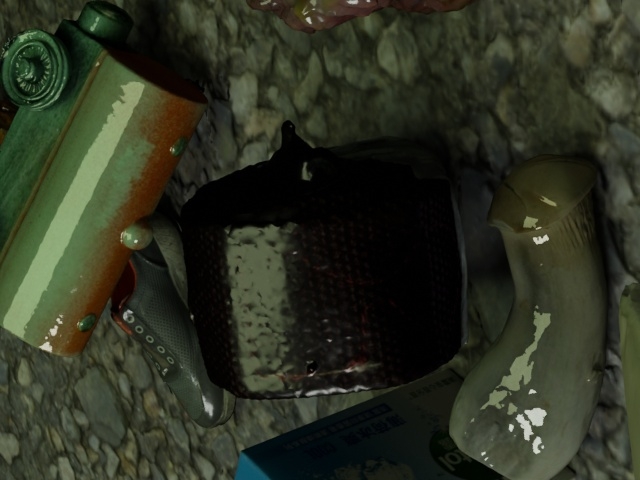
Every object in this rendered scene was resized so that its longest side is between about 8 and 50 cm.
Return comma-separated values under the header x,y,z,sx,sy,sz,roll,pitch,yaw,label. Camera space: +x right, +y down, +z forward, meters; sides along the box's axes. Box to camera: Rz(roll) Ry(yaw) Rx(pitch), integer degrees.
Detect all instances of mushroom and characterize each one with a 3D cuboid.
x,y,z,sx,sy,sz,roll,pitch,yaw,label
0.144,0.051,1.266,0.092,0.081,0.223,20,120,24,mushroom

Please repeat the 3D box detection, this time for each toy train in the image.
x,y,z,sx,sy,sz,roll,pitch,yaw,label
-0.201,-0.045,1.579,0.177,0.116,0.285,35,104,26,toy train

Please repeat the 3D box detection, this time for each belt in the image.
x,y,z,sx,sy,sz,roll,pitch,yaw,label
0.000,0.000,1.297,0.289,0.184,0.164,-101,0,-80,belt

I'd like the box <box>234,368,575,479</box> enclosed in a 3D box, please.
x,y,z,sx,sy,sz,roll,pitch,yaw,label
0.055,0.178,1.339,0.139,0.194,0.073,40,134,36,box

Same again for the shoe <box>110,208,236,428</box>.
x,y,z,sx,sy,sz,roll,pitch,yaw,label
-0.136,0.071,1.647,0.074,0.077,0.194,-22,87,54,shoe

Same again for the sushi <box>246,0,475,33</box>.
x,y,z,sx,sy,sz,roll,pitch,yaw,label
0.023,-0.268,1.206,0.236,0.171,0.270,-24,84,55,sushi

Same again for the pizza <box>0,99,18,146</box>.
x,y,z,sx,sy,sz,roll,pitch,yaw,label
-0.289,-0.059,1.786,0.229,0.081,0.289,56,140,6,pizza

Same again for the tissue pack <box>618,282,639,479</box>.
x,y,z,sx,sy,sz,roll,pitch,yaw,label
0.274,0.222,0.972,0.297,0.207,0.380,-84,-14,-77,tissue pack
